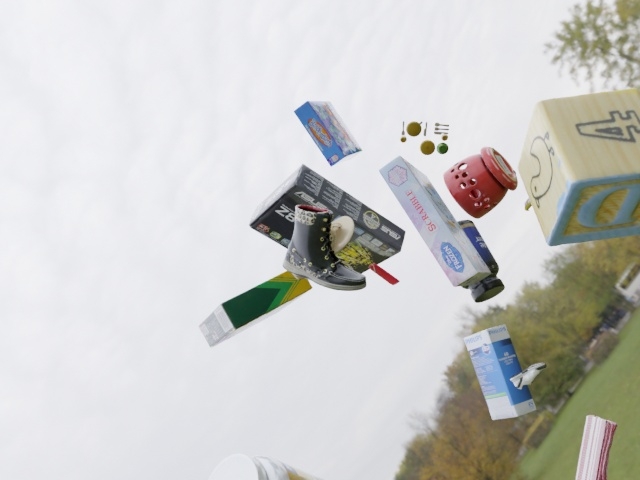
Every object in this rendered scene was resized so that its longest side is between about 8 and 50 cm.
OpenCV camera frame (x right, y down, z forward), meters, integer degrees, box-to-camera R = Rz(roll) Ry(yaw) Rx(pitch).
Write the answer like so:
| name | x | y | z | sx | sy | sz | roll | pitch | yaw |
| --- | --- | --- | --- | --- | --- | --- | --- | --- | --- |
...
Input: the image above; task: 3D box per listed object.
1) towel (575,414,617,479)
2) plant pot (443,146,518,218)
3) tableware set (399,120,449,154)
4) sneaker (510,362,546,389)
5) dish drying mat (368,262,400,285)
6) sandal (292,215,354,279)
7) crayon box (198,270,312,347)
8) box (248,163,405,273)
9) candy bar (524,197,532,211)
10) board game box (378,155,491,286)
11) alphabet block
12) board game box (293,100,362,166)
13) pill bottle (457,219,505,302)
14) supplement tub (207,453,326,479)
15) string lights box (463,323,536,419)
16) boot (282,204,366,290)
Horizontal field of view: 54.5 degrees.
| name | x | y | z | sx | sy | sz | roll | pitch | yaw |
| --- | --- | --- | --- | --- | --- | --- | --- | --- | --- |
| towel | 0.870 | 0.680 | 1.971 | 0.329 | 0.037 | 0.237 | 42 | -118 | -72 |
| plant pot | 0.513 | -0.192 | 1.976 | 0.174 | 0.191 | 0.191 | -40 | -15 | 31 |
| tableware set | 0.326 | -0.320 | 1.943 | 0.024 | 0.154 | 0.104 | -56 | -30 | -72 |
| sneaker | 0.591 | 0.381 | 1.752 | 0.109 | 0.043 | 0.040 | -30 | -13 | 3 |
| dish drying mat | 0.164 | 0.088 | 1.602 | 0.032 | 0.083 | 0.008 | -40 | 18 | 52 |
| sandal | 0.005 | 0.003 | 1.721 | 0.240 | 0.088 | 0.079 | -45 | -31 | -16 |
| crayon box | -0.234 | 0.234 | 2.177 | 0.313 | 0.106 | 0.363 | -27 | -6 | -29 |
| box | 0.017 | -0.039 | 1.946 | 0.318 | 0.395 | 0.097 | -35 | 29 | 49 |
| candy bar | 0.670 | -0.154 | 1.891 | 0.040 | 0.018 | 0.161 | -82 | 18 | -51 |
| board game box | 0.288 | -0.037 | 1.513 | 0.066 | 0.318 | 0.319 | -35 | -15 | 16 |
| alphabet block | 0.490 | -0.130 | 1.117 | 0.194 | 0.197 | 0.192 | -7 | -36 | -1 |
| board game box | 0.025 | -0.270 | 1.545 | 0.047 | 0.160 | 0.210 | -34 | 2 | 19 |
| pill bottle | 0.428 | 0.060 | 1.762 | 0.123 | 0.219 | 0.123 | -20 | -25 | -10 |
| supplement tub | -0.115 | 0.669 | 1.539 | 0.316 | 0.228 | 0.228 | 38 | -91 | -37 |
| string lights box | 0.534 | 0.396 | 1.861 | 0.077 | 0.259 | 0.133 | -10 | -15 | -23 |
| boot | 0.018 | 0.019 | 1.576 | 0.085 | 0.236 | 0.178 | -22 | -54 | -59 |
